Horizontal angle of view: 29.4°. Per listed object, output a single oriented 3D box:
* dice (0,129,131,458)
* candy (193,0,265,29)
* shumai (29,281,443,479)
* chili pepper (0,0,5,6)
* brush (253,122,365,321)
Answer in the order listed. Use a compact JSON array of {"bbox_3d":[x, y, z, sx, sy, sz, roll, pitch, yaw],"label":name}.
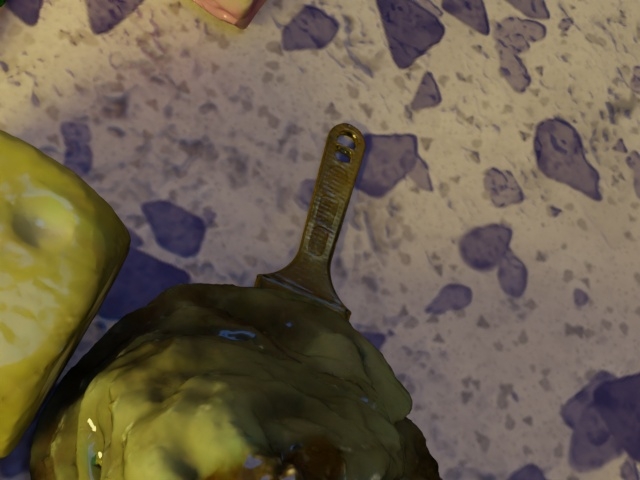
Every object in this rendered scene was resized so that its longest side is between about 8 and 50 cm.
[{"bbox_3d":[-0.236,0.032,0.792,0.169,0.169,0.166,30,65,-6],"label":"dice"},{"bbox_3d":[-0.128,-0.310,0.987,0.265,0.116,0.155,33,64,-5],"label":"candy"},{"bbox_3d":[-0.024,0.150,0.766,0.309,0.263,0.304,27,69,-6],"label":"shumai"},{"bbox_3d":[-0.309,-0.152,0.900,0.216,0.062,0.108,-41,93,-27],"label":"chili pepper"},{"bbox_3d":[0.000,0.000,0.972,0.082,0.010,0.218,21,65,-10],"label":"brush"}]
